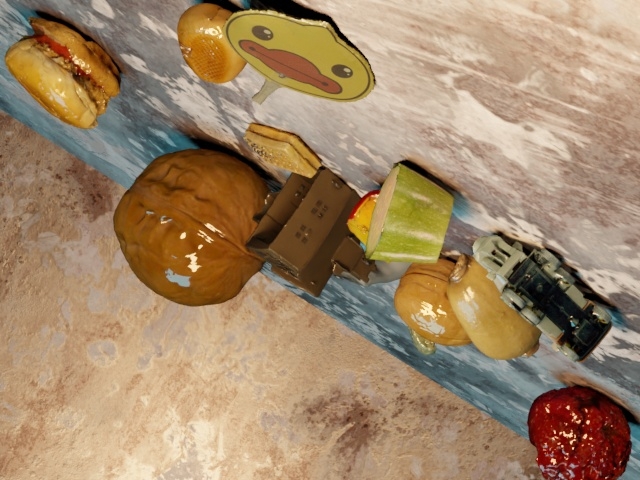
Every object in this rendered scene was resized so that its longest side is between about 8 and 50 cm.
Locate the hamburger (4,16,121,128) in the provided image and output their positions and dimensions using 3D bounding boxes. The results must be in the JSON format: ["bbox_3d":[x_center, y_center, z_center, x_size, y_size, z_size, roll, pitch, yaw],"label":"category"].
[{"bbox_3d":[-0.545,-0.352,2.204,0.244,0.163,0.244,31,171,5],"label":"hamburger"}]

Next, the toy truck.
[{"bbox_3d":[0.371,0.090,1.776,0.257,0.108,0.140,40,180,-27],"label":"toy truck"}]

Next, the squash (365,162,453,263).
[{"bbox_3d":[0.147,-0.037,1.718,0.123,0.170,0.170,15,168,2],"label":"squash"}]

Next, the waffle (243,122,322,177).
[{"bbox_3d":[-0.075,-0.173,1.998,0.148,0.042,0.102,21,164,47],"label":"waffle"}]

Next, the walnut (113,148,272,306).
[{"bbox_3d":[-0.278,-0.033,2.344,0.308,0.354,0.398,22,178,-43],"label":"walnut"}]

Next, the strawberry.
[{"bbox_3d":[0.610,0.449,2.424,0.274,0.274,0.220,33,132,-5],"label":"strawberry"}]

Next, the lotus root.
[{"bbox_3d":[0.332,0.132,1.945,0.303,0.146,0.131,47,-164,-39],"label":"lotus root"}]

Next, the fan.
[{"bbox_3d":[-0.045,-0.249,1.509,0.229,0.011,0.335,24,163,-13],"label":"fan"}]

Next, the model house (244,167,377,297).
[{"bbox_3d":[0.000,0.000,2.115,0.243,0.211,0.204,37,170,-23],"label":"model house"}]

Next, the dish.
[{"bbox_3d":[0.057,0.022,2.322,0.316,0.106,0.316,31,169,7],"label":"dish"}]

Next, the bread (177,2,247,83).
[{"bbox_3d":[-0.160,-0.304,1.582,0.114,0.077,0.189,12,165,-3],"label":"bread"}]

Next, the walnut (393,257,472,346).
[{"bbox_3d":[0.246,0.124,2.089,0.197,0.165,0.165,32,169,18],"label":"walnut"}]

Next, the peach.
[{"bbox_3d":[0.121,-0.029,1.901,0.151,0.118,0.151,-7,163,-2],"label":"peach"}]

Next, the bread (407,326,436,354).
[{"bbox_3d":[0.218,0.141,2.293,0.064,0.232,0.172,-1,124,-3],"label":"bread"}]
